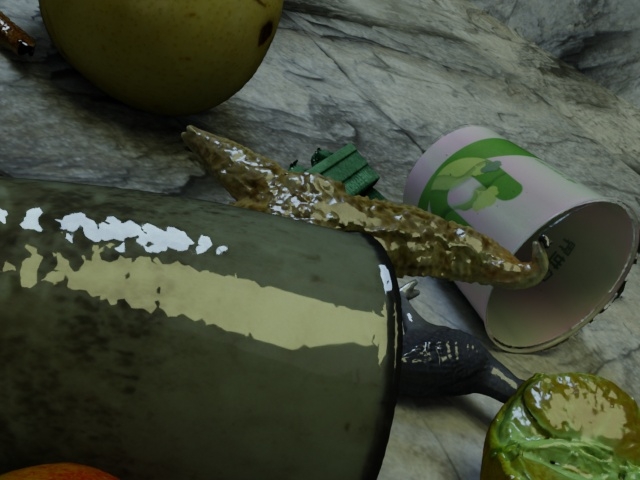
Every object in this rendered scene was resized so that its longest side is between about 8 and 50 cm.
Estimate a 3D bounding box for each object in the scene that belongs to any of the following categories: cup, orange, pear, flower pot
[{"bbox_3d":[0.266,-0.018,1.482,0.253,0.253,0.274,9,29,-38],"label":"cup"},{"bbox_3d":[0.252,0.254,1.093,0.179,0.158,0.237,22,32,-7],"label":"orange"},{"bbox_3d":[-0.214,-0.346,1.430,0.348,0.348,0.348,25,28,-14],"label":"pear"},{"bbox_3d":[-0.144,0.099,0.818,0.330,0.293,0.293,14,32,-21],"label":"flower pot"}]

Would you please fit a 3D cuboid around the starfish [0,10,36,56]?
[{"bbox_3d":[-0.512,-0.345,1.340,0.312,0.113,0.303,16,31,-34],"label":"starfish"}]

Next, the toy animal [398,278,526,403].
[{"bbox_3d":[0.110,0.129,1.235,0.367,0.081,0.206,12,31,-26],"label":"toy animal"}]

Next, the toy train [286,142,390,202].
[{"bbox_3d":[0.000,0.000,1.284,0.178,0.138,0.330,42,28,5],"label":"toy train"}]

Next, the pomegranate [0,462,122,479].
[{"bbox_3d":[-0.176,0.236,0.636,0.235,0.210,0.210,12,24,14],"label":"pomegranate"}]

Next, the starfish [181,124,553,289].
[{"bbox_3d":[-0.010,0.051,1.071,0.432,0.082,0.324,26,67,0],"label":"starfish"}]
